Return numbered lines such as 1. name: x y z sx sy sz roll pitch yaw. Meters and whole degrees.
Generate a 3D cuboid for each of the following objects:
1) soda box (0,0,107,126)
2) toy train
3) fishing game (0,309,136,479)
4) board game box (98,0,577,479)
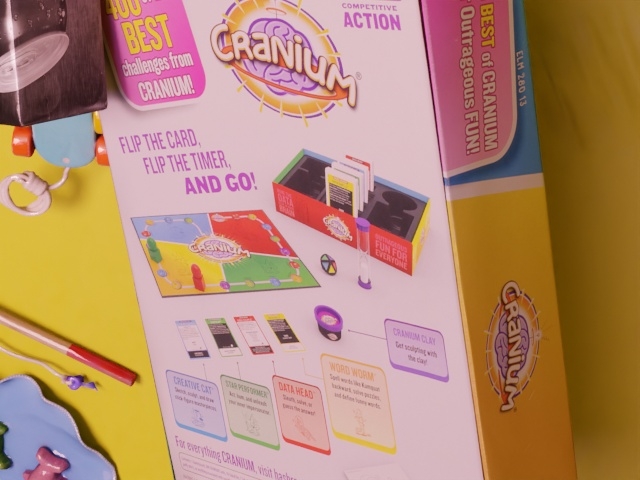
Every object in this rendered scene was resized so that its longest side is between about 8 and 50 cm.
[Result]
1. soda box: -0.144 -0.141 0.780 0.053 0.060 0.169 8 108 40
2. toy train: -0.180 -0.091 0.880 0.125 0.046 0.166 -24 127 30
3. fishing game: -0.211 0.160 1.029 0.189 0.041 0.264 26 119 11
4. board game box: 0.000 0.000 0.798 0.242 0.064 0.317 12 118 44
